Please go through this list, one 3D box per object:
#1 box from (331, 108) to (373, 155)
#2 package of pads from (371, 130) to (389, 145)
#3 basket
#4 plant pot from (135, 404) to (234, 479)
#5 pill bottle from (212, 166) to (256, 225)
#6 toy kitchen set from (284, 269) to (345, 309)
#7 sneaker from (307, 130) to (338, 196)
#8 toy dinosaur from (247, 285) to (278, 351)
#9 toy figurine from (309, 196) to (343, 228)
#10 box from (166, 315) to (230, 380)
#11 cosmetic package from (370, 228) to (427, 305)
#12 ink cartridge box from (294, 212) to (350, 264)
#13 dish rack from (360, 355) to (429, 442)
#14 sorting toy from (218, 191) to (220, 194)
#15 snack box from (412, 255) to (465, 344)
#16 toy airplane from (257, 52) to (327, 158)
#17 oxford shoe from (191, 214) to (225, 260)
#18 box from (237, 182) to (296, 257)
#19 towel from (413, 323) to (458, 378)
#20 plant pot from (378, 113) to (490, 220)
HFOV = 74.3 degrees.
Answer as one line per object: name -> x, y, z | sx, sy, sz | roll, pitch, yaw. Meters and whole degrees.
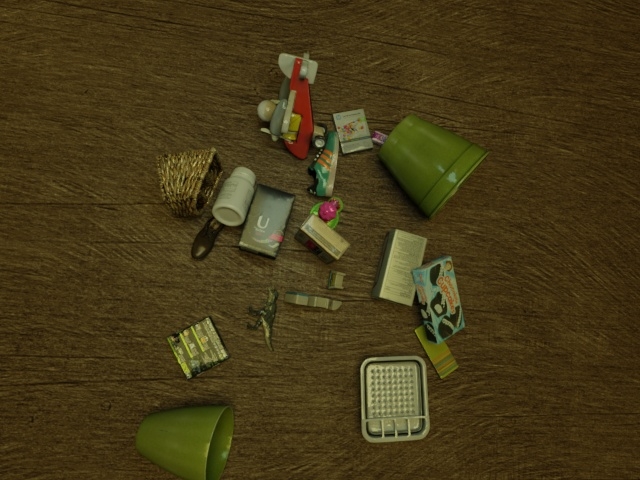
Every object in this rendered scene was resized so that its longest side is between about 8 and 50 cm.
box -> 0.144, -0.484, 1.887 | 0.145, 0.038, 0.186 | -13, 84, -10
package of pads -> 0.272, -0.457, 1.905 | 0.083, 0.032, 0.050 | 22, 77, -5
basket -> -0.476, -0.206, 1.624 | 0.223, 0.299, 0.213 | -11, 85, -10
plant pot -> -0.503, 0.724, 1.541 | 0.294, 0.275, 0.274 | 7, 82, 8
pill bottle -> -0.338, -0.181, 1.695 | 0.131, 0.131, 0.229 | 17, 53, -6
toy kitchen set -> -0.022, 0.193, 1.754 | 0.207, 0.122, 0.166 | 14, 80, -27
sneaker -> 0.010, -0.336, 1.812 | 0.121, 0.108, 0.302 | 8, 75, -1
toy dinosaur -> -0.235, 0.316, 1.718 | 0.118, 0.064, 0.268 | 5, 85, -15
toy figurine -> 0.042, -0.128, 1.764 | 0.130, 0.159, 0.173 | 44, 78, -1
box -> -0.482, 0.425, 1.673 | 0.184, 0.045, 0.190 | -27, 88, -9
cosmetic package -> 0.331, 0.117, 1.791 | 0.153, 0.129, 0.296 | 18, 80, -8
ink cartridge box -> 0.000, 0.000, 1.702 | 0.193, 0.235, 0.088 | 39, 78, -1
dish rack -> 0.299, 0.646, 1.747 | 0.286, 0.072, 0.332 | 0, 83, -8
sorting toy -> -0.388, -0.195, 1.783 | 0.083, 0.012, 0.062 | 26, 77, -4
snack box -> 0.498, 0.246, 1.765 | 0.187, 0.060, 0.321 | -21, 102, -33
toy airplane -> -0.126, -0.549, 1.686 | 0.273, 0.386, 0.384 | -4, 85, 7
oxford shoe -> -0.458, -0.025, 1.709 | 0.083, 0.096, 0.227 | 28, 81, -6
box -> -0.219, -0.073, 1.725 | 0.165, 0.143, 0.270 | 17, 80, -7
towel -> 0.501, 0.468, 1.828 | 0.102, 0.021, 0.237 | -28, 87, -16
plant pot -> 0.446, -0.334, 1.782 | 0.353, 0.366, 0.366 | 42, 79, 11
